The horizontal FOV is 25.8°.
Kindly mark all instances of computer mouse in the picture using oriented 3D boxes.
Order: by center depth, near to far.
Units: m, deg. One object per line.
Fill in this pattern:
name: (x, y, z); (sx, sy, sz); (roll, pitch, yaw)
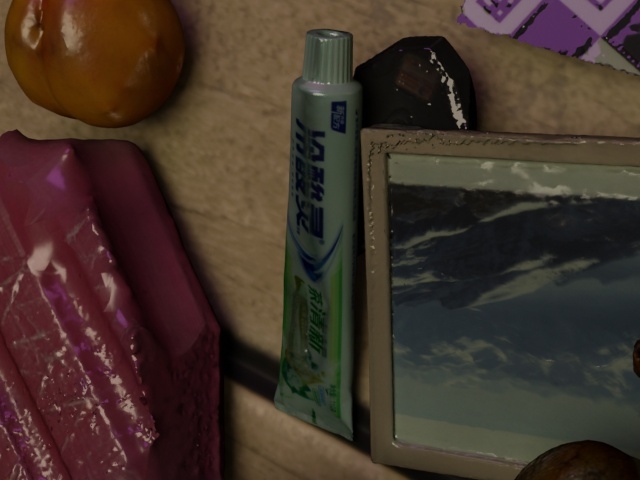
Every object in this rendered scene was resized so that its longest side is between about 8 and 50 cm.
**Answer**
computer mouse: (0.061, -0.066, 0.988); (0.099, 0.057, 0.172); (33, 116, 23)

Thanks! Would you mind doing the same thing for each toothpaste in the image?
toothpaste: (0.000, 0.000, 0.987); (0.075, 0.048, 0.297); (17, 115, 33)

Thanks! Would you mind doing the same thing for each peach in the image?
peach: (-0.177, -0.155, 1.078); (0.138, 0.138, 0.138); (-1, 88, 29)

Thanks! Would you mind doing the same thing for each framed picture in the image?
framed picture: (0.181, 0.053, 0.900); (0.335, 0.022, 0.247); (6, 106, 28)

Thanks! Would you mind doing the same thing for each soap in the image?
soap: (-0.195, 0.077, 1.080); (0.220, 0.127, 0.325); (-35, 72, 22)

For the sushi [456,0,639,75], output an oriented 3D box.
sushi: (0.243, -0.226, 0.874); (0.290, 0.050, 0.264); (19, 89, 28)

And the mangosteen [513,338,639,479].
mangosteen: (0.204, 0.197, 0.803); (0.231, 0.231, 0.289); (12, 90, 29)
